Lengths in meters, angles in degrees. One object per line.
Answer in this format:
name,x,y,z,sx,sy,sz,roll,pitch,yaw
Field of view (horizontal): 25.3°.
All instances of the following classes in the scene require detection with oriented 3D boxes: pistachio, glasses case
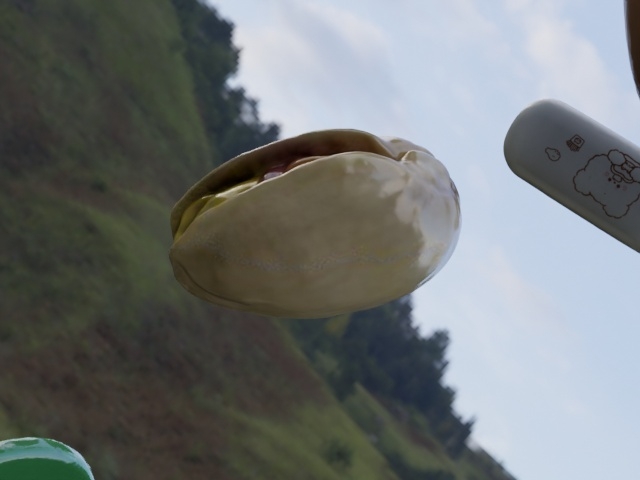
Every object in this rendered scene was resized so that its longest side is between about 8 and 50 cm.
pistachio,0.000,0.000,0.960,0.117,0.200,0.145,-113,-172,-50
glasses case,0.240,-0.047,1.180,0.193,0.074,0.049,35,4,18

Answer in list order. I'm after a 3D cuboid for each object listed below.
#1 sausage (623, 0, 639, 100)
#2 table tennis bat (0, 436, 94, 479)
sausage,0.192,-0.178,0.628,0.121,0.304,0.121,5,-32,3
table tennis bat,-0.145,0.152,0.637,0.039,0.160,0.257,44,9,26
